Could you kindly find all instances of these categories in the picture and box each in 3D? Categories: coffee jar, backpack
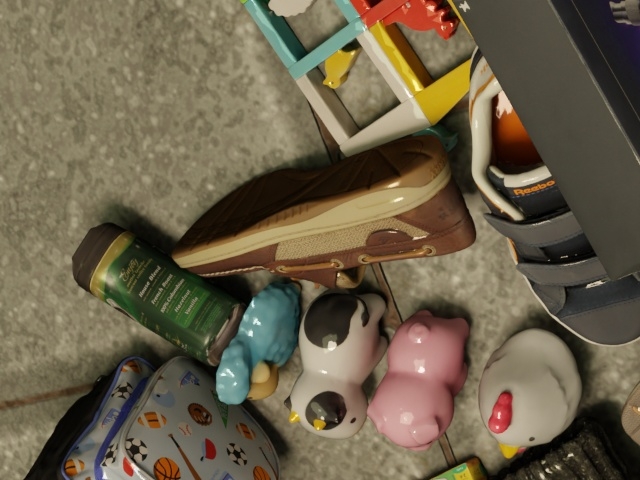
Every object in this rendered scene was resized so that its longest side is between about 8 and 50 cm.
[{"bbox_3d":[-0.170,0.054,1.491,0.184,0.096,0.079,30,81,12],"label":"coffee jar"},{"bbox_3d":[-0.158,0.273,1.499,0.213,0.276,0.263,-33,107,34],"label":"backpack"}]

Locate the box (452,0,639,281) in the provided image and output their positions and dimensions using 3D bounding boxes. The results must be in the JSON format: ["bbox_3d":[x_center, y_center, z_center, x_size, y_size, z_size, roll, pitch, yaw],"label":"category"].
[{"bbox_3d":[0.252,-0.129,1.131,0.261,0.184,0.103,60,150,-1],"label":"box"}]

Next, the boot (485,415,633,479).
[{"bbox_3d":[0.328,0.267,1.321,0.348,0.131,0.260,-32,80,18],"label":"boot"}]

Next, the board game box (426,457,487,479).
[{"bbox_3d":[0.164,0.365,1.454,0.124,0.039,0.259,-32,79,32],"label":"board game box"}]

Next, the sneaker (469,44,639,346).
[{"bbox_3d":[0.207,-0.029,1.240,0.126,0.127,0.321,-21,107,18],"label":"sneaker"}]

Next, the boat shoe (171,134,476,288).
[{"bbox_3d":[0.000,0.000,1.371,0.342,0.123,0.123,-16,117,37],"label":"boat shoe"}]

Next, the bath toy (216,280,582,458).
[{"bbox_3d":[0.075,0.138,1.377,0.348,0.129,0.151,8,113,27],"label":"bath toy"}]

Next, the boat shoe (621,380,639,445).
[{"bbox_3d":[0.394,0.079,1.220,0.123,0.116,0.324,44,124,-5],"label":"boat shoe"}]

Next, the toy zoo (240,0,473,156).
[{"bbox_3d":[0.042,-0.208,1.319,0.192,0.030,0.293,-32,95,32],"label":"toy zoo"}]
